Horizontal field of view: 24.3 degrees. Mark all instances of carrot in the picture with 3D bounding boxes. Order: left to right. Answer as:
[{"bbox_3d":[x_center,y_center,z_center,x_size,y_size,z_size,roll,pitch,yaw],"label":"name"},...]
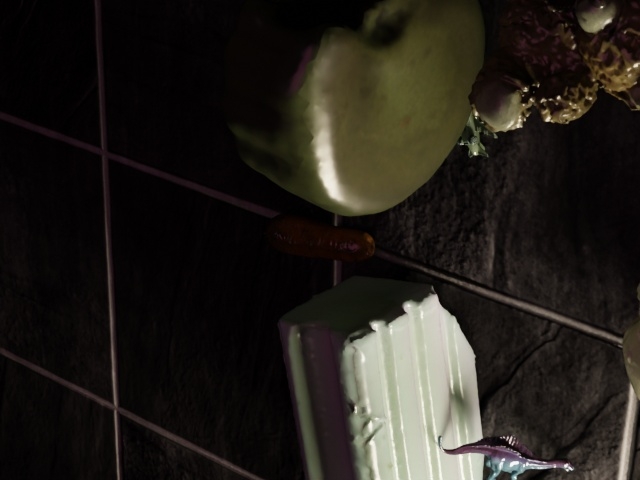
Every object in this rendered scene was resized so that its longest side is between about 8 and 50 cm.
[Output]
[{"bbox_3d":[0.000,0.000,2.191,0.186,0.060,0.060,12,117,32],"label":"carrot"}]

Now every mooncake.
[{"bbox_3d":[0.042,-0.210,1.861,0.187,0.351,0.351,25,124,38],"label":"mooncake"}]

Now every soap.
[{"bbox_3d":[0.100,0.279,2.082,0.156,0.261,0.446,6,114,40],"label":"soap"}]

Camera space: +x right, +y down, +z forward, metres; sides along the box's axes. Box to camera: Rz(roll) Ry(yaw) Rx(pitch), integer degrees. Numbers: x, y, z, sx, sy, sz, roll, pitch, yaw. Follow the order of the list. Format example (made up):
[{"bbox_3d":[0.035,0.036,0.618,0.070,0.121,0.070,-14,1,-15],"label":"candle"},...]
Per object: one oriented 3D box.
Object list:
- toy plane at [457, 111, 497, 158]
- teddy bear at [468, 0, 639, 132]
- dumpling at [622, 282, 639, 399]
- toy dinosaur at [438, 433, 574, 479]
[{"bbox_3d":[0.197,-0.147,1.960,0.080,0.033,0.083,1,110,57],"label":"toy plane"},{"bbox_3d":[0.316,-0.242,1.727,0.256,0.156,0.267,6,84,45],"label":"teddy bear"},{"bbox_3d":[0.434,0.122,1.800,0.258,0.147,0.193,91,155,-55],"label":"dumpling"},{"bbox_3d":[0.252,0.300,2.051,0.197,0.045,0.080,13,133,-7],"label":"toy dinosaur"}]
